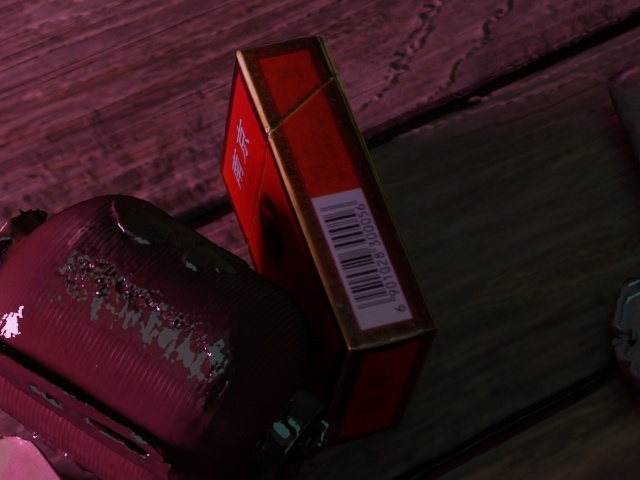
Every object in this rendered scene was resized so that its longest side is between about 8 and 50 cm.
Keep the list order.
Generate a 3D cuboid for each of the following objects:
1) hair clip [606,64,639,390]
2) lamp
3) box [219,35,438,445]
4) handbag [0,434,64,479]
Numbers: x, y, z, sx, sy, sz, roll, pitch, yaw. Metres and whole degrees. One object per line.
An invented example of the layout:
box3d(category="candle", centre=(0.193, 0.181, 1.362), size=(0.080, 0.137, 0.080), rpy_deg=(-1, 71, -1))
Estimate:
box3d(category="hair clip", centre=(0.276, -0.005, 1.323), size=(0.173, 0.069, 0.300), rpy_deg=(-23, 50, 15))
box3d(category="lamp", centre=(-0.111, 0.077, 1.177), size=(0.258, 0.180, 0.180), rpy_deg=(33, 61, 13))
box3d(category="box", centre=(-0.001, 0.000, 1.251), size=(0.074, 0.153, 0.240), rpy_deg=(-14, 63, -12))
box3d(category="handbag", centre=(-0.232, 0.234, 1.136), size=(0.212, 0.059, 0.157), rpy_deg=(-32, 67, -22))
